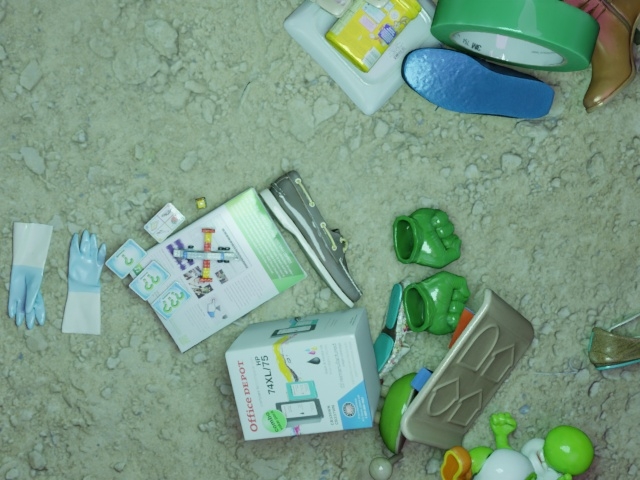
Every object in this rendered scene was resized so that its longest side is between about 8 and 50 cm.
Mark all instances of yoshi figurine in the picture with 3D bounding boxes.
[{"bbox_3d":[0.468,0.496,1.614,0.361,0.203,0.204,-5,91,-28],"label":"yoshi figurine"}]

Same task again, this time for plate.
[{"bbox_3d":[0.110,-0.457,1.531,0.277,0.045,0.278,-45,101,0],"label":"plate"}]

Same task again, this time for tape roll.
[{"bbox_3d":[0.382,-0.416,1.430,0.321,0.321,0.077,14,96,-9],"label":"tape roll"}]

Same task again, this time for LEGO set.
[{"bbox_3d":[-0.294,0.029,1.486,0.244,0.060,0.182,-44,104,0],"label":"LEGO set"}]

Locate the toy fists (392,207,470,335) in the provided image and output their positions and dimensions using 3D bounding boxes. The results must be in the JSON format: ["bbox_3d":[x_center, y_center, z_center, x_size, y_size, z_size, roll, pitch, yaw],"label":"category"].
[{"bbox_3d":[0.251,0.065,1.564,0.142,0.096,0.279,-4,81,-38],"label":"toy fists"}]

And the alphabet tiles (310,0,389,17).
[{"bbox_3d":[0.074,-0.590,1.449,0.278,0.021,0.284,39,91,25],"label":"alphabet tiles"}]

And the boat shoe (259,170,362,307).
[{"bbox_3d":[0.000,0.000,1.547,0.096,0.116,0.324,-38,100,-6],"label":"boat shoe"}]

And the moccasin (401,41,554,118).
[{"bbox_3d":[0.325,-0.326,1.545,0.341,0.117,0.138,16,108,-14],"label":"moccasin"}]

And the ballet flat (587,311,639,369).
[{"bbox_3d":[0.793,0.226,1.693,0.342,0.116,0.124,-6,79,-3],"label":"ballet flat"}]

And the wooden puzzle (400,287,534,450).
[{"bbox_3d":[0.316,0.286,1.576,0.348,0.080,0.322,-58,143,-1],"label":"wooden puzzle"}]

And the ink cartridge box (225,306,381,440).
[{"bbox_3d":[-0.029,0.276,1.505,0.269,0.197,0.198,-10,99,12],"label":"ink cartridge box"}]

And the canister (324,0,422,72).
[{"bbox_3d":[0.105,-0.446,1.472,0.126,0.073,0.170,40,93,-9],"label":"canister"}]

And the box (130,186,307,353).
[{"bbox_3d":[-0.223,0.062,1.556,0.321,0.058,0.232,-31,100,-1],"label":"box"}]

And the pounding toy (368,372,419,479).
[{"bbox_3d":[0.143,0.397,1.609,0.110,0.183,0.237,16,100,16],"label":"pounding toy"}]

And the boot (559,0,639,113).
[{"bbox_3d":[0.597,-0.441,1.560,0.220,0.109,0.284,35,90,-12],"label":"boot"}]

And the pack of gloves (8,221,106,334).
[{"bbox_3d":[-0.560,0.086,1.521,0.194,0.046,0.232,6,97,-7],"label":"pack of gloves"}]

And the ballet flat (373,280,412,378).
[{"bbox_3d":[0.175,0.209,1.613,0.077,0.091,0.241,15,98,-23],"label":"ballet flat"}]
